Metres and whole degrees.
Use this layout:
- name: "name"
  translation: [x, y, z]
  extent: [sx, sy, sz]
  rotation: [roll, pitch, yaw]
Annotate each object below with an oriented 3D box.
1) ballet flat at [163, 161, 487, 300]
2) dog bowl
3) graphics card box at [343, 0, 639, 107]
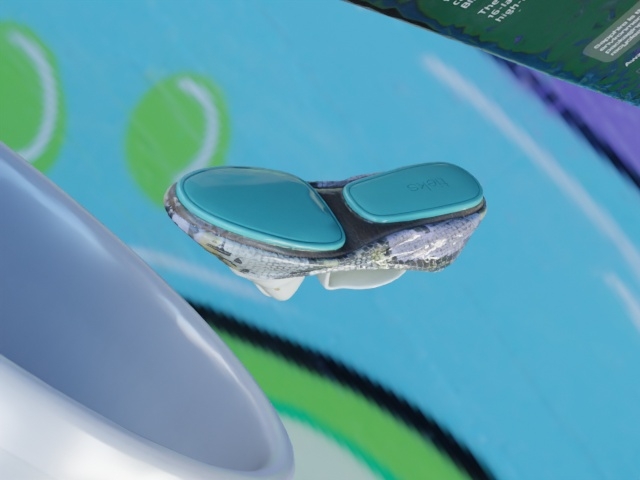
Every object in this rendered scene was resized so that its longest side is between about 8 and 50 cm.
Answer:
- name: "ballet flat"
  translation: [0.000, 0.000, 0.582]
  extent: [0.114, 0.041, 0.041]
  rotation: [-4, 58, -37]
- name: "dog bowl"
  translation: [-0.141, 0.029, 0.616]
  extent: [0.265, 0.104, 0.265]
  rotation: [39, 6, -5]
- name: "graphics card box"
  translation: [0.086, -0.160, 0.517]
  extent: [0.371, 0.233, 0.094]
  rotation: [9, 42, -56]
